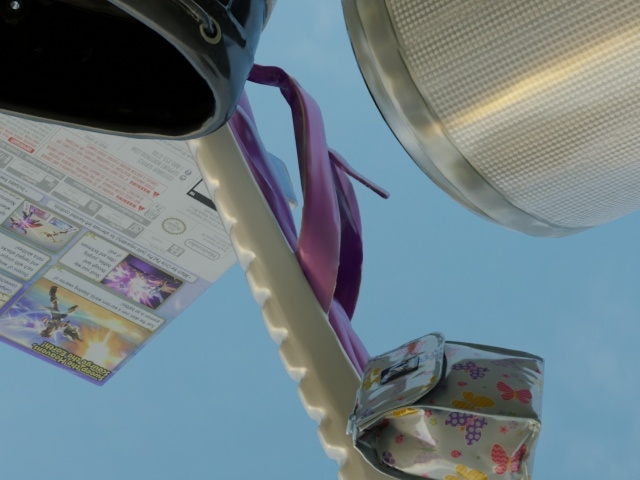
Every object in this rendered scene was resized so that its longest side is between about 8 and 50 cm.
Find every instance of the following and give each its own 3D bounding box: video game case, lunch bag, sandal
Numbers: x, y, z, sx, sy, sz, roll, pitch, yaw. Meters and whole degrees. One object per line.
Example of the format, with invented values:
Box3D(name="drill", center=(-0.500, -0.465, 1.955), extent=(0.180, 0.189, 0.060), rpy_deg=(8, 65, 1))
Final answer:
Box3D(name="video game case", center=(-0.197, -0.024, 1.231), extent=(0.244, 0.269, 0.061), rpy_deg=(-42, -140, 22))
Box3D(name="lunch bag", center=(0.057, 0.076, 0.721), extent=(0.083, 0.053, 0.071), rpy_deg=(8, -159, 7))
Box3D(name="sandal", center=(0.000, -0.001, 1.018), extent=(0.102, 0.169, 0.416), rpy_deg=(-23, -87, 0))

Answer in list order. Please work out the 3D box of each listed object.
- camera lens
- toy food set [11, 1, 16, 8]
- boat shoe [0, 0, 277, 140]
Box3D(name="camera lens", center=(0.162, -0.136, 0.748), extent=(0.274, 0.219, 0.219), rpy_deg=(-24, -131, 40))
Box3D(name="toy food set", center=(-0.280, -0.152, 1.244), extent=(0.078, 0.019, 0.122), rpy_deg=(9, -96, 0))
Box3D(name="boat shoe", center=(-0.256, -0.153, 0.789), extent=(0.500, 0.187, 0.156), rpy_deg=(9, -119, -14))
